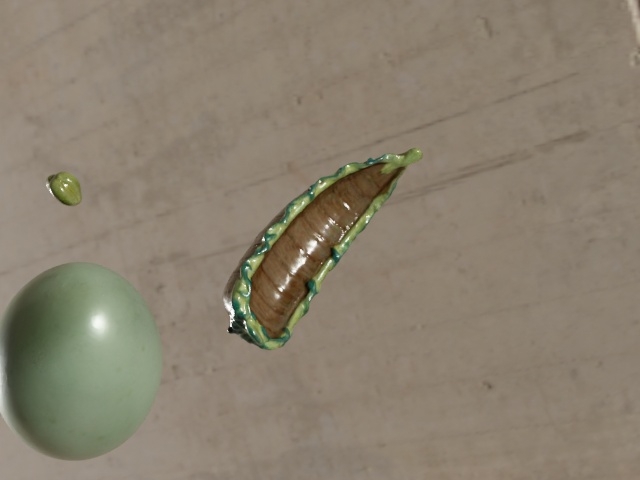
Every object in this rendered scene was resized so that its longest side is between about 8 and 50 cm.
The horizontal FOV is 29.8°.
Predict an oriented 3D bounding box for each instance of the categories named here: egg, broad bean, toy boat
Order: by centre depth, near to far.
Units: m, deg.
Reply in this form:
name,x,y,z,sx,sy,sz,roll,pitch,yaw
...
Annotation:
name,x,y,z,sx,sy,sz,roll,pitch,yaw
toy boat,-0.005,-0.004,1.328,0.099,0.293,0.108,14,-34,50
broad bean,-0.390,-0.077,1.828,0.063,0.045,0.083,37,-14,-9
egg,-0.396,0.200,1.962,0.276,0.276,0.389,48,-38,26
